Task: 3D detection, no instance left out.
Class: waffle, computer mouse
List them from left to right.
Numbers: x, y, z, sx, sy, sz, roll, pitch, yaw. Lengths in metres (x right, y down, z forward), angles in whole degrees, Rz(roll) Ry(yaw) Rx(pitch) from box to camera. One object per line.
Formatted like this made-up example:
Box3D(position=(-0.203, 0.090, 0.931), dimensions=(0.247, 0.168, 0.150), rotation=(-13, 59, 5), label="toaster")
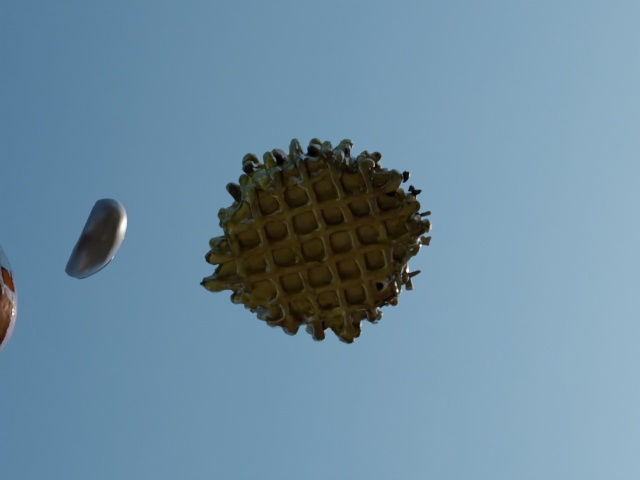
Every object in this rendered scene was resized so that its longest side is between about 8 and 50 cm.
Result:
Box3D(position=(-0.212, 0.001, 1.372), dimensions=(0.039, 0.096, 0.066), rotation=(25, -135, -10), label="computer mouse")
Box3D(position=(0.000, 0.000, 1.319), dimensions=(0.197, 0.070, 0.193), rotation=(17, -70, -9), label="waffle")

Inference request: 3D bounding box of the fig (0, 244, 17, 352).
Box3D(position=(-0.352, 0.036, 1.302), dimensions=(0.149, 0.202, 0.148), rotation=(-24, -54, 10), label="fig")
